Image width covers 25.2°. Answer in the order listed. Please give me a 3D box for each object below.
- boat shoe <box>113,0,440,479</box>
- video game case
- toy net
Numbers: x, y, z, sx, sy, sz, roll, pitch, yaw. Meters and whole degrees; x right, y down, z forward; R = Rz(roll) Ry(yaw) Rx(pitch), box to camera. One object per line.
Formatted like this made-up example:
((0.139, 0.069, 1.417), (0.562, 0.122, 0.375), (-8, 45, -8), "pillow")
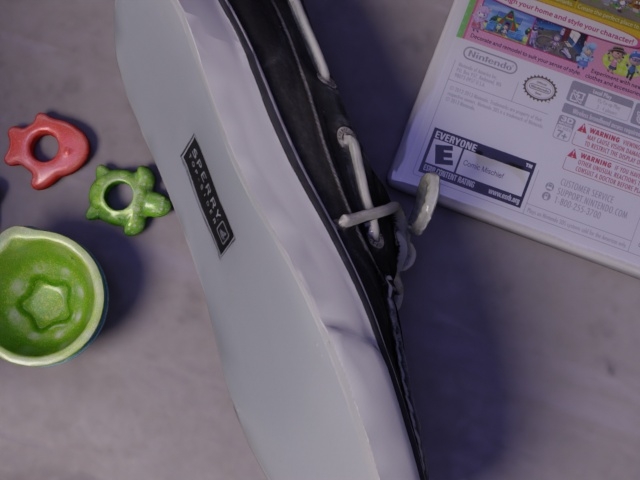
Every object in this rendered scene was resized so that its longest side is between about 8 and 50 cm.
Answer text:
((-0.002, 0.002, 0.687), (0.105, 0.113, 0.306), (-13, 68, -31), "boat shoe")
((0.166, -0.081, 0.728), (0.212, 0.023, 0.193), (20, 85, 6), "video game case")
((-0.201, -0.028, 0.733), (0.232, 0.045, 0.122), (24, 85, 6), "toy net")
